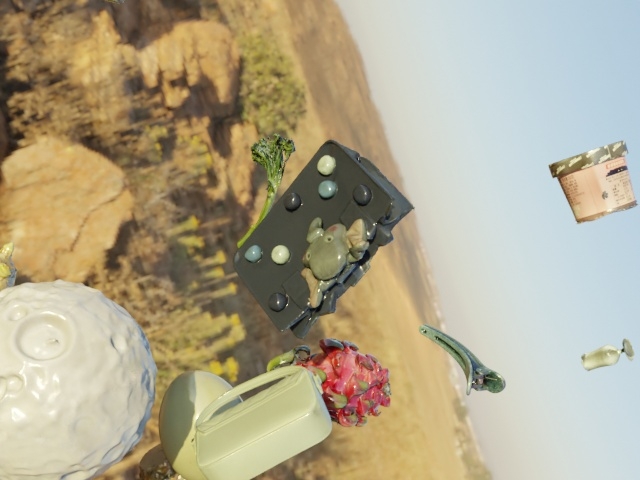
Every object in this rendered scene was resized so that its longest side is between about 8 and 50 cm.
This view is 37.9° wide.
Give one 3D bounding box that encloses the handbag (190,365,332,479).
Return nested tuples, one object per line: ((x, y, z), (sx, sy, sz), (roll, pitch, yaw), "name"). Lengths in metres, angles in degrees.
((-0.109, 0.312, 1.639), (0.079, 0.256, 0.219), (63, 1, -26), "handbag")

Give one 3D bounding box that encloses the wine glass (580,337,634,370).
((0.471, 0.191, 1.534), (0.039, 0.083, 0.042), (33, 45, -37), "wine glass")

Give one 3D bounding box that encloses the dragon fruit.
((0.034, 0.320, 2.125), (0.273, 0.198, 0.218), (24, 54, -51), "dragon fruit")

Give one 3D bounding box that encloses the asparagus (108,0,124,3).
((-0.415, -0.438, 1.625), (0.024, 0.025, 0.248), (34, 15, 13), "asparagus")

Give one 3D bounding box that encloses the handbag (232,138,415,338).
((0.000, 0.000, 1.701), (0.118, 0.326, 0.269), (27, 15, -44), "handbag")

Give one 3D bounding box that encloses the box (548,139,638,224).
((0.535, -0.109, 1.804), (0.151, 0.151, 0.135), (2, 69, -84), "box")

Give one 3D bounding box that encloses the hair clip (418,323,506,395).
((0.277, 0.237, 1.900), (0.275, 0.083, 0.048), (-134, -139, -64), "hair clip")

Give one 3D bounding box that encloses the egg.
((-0.232, 0.379, 1.882), (0.186, 0.186, 0.242), (-68, 146, -82), "egg")

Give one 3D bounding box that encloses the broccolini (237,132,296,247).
((-0.144, -0.114, 2.075), (0.062, 0.271, 0.123), (19, 5, -37), "broccolini")

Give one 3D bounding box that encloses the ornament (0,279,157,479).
((-0.428, 0.225, 1.485), (0.337, 0.337, 0.337), (-19, 90, -84), "ornament")

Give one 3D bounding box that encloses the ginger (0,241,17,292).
((-0.700, 0.096, 1.946), (0.102, 0.216, 0.157), (37, -8, -19), "ginger")

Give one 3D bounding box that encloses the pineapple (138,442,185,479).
((-0.271, 0.586, 2.042), (0.310, 0.141, 0.170), (59, 6, -16), "pineapple")
